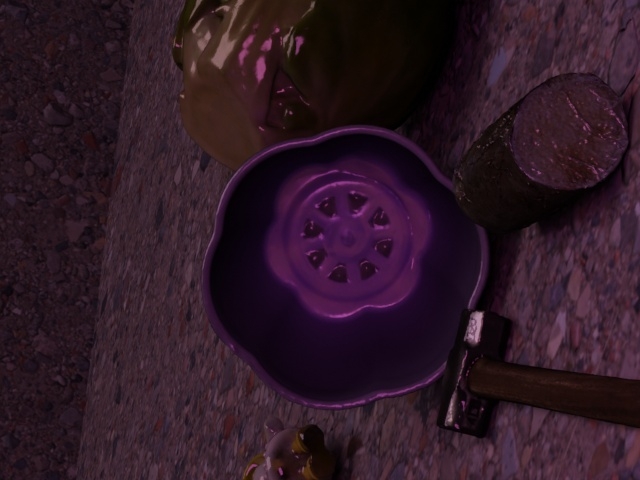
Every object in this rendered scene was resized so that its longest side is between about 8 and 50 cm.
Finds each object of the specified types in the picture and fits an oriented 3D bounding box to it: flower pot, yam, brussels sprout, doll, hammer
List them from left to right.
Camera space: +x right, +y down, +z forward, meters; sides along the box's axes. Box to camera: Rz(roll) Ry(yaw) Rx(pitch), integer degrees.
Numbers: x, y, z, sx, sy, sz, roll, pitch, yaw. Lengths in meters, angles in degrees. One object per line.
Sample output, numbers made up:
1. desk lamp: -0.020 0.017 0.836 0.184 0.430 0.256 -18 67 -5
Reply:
1. doll: -0.035 0.260 2.058 0.129 0.081 0.207 65 158 12
2. brussels sprout: -0.009 -0.229 1.958 0.354 0.281 0.289 -52 -3 -26
3. flower pot: 0.027 0.017 1.784 0.243 0.265 0.265 -63 -12 -85
4. yam: 0.177 -0.065 1.566 0.183 0.107 0.107 136 145 -66
5. hammer: 0.187 0.117 1.497 0.365 0.043 0.111 180 104 -72
